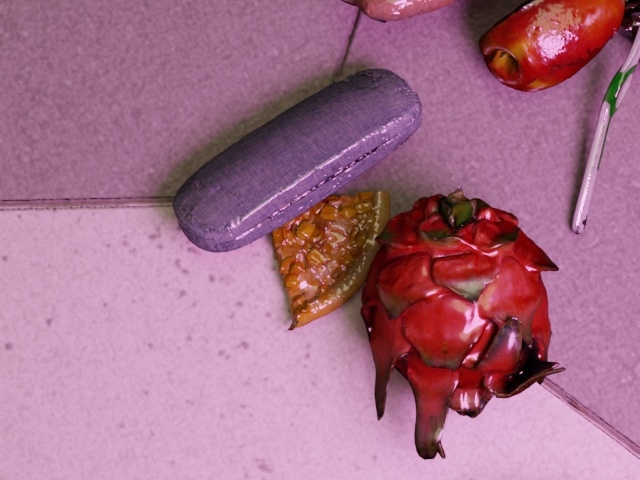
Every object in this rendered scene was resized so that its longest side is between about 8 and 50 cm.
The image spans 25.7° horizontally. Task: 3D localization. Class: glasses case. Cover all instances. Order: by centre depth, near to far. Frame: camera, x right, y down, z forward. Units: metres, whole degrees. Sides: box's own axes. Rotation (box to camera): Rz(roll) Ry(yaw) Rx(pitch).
[{"bbox_3d":[-0.023,-0.085,1.441,0.282,0.067,0.109,-35,45,-11],"label":"glasses case"}]

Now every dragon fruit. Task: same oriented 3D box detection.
[{"bbox_3d":[0.135,0.078,1.390,0.192,0.193,0.274,-1,104,-4],"label":"dragon fruit"}]

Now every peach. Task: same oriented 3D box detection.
[{"bbox_3d":[0.254,-0.221,1.484,0.172,0.127,0.092,-30,86,-8],"label":"peach"}]

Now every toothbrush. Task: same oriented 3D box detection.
[{"bbox_3d":[0.315,-0.152,1.491,0.030,0.030,0.303,14,95,-4],"label":"toothbrush"}]

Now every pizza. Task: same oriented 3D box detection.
[{"bbox_3d":[0.000,0.000,1.459,0.178,0.041,0.131,-43,86,-12],"label":"pizza"}]

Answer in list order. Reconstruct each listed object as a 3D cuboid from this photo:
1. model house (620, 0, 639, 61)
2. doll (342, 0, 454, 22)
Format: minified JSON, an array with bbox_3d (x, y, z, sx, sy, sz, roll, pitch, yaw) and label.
[{"bbox_3d":[0.385,-0.252,1.519,0.152,0.106,0.165,5,76,-8],"label":"model house"},{"bbox_3d":[0.159,-0.331,1.455,0.303,0.201,0.156,-24,128,-17],"label":"doll"}]
